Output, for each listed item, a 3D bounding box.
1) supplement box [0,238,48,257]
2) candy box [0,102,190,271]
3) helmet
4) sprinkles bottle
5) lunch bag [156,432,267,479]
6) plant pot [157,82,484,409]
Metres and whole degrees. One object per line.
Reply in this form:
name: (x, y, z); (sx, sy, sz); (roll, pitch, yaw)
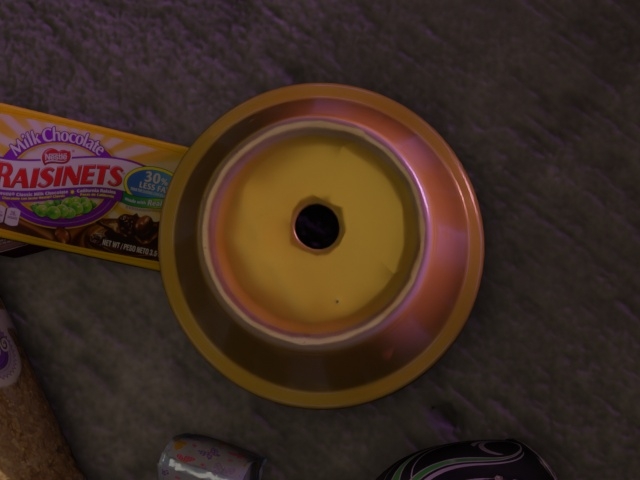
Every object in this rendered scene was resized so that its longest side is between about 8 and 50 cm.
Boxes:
supplement box: (-0.249, -0.032, 1.614); (0.043, 0.055, 0.083); (-15, 82, 9)
candy box: (-0.191, -0.042, 1.574); (0.206, 0.027, 0.105); (12, 85, -18)
helmet: (0.100, 0.234, 1.476); (0.161, 0.169, 0.169); (-22, 82, -14)
sprinkles bottle: (-0.290, 0.106, 1.575); (0.121, 0.121, 0.355); (-28, 81, 6)
lunch bag: (-0.087, 0.184, 1.555); (0.071, 0.083, 0.053); (16, 88, 9)
plant pot: (0.000, 0.000, 1.464); (0.254, 0.239, 0.254); (0, 86, 1)
